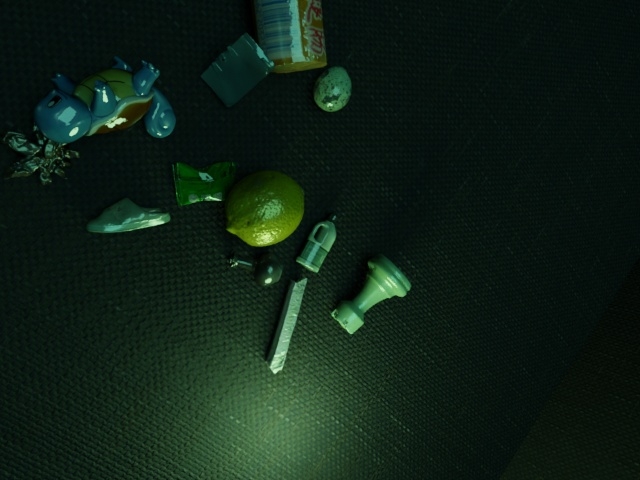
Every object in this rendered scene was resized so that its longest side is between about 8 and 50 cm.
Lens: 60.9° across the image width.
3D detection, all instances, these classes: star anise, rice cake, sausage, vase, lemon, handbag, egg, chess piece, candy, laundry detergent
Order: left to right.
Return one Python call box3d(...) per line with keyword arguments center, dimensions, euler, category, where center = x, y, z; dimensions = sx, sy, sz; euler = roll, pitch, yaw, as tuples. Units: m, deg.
box3d(center=(-0.783, -0.266, 1.529), dimensions=(0.214, 0.099, 0.219), euler=(8, 93, -38), category="star anise")
box3d(center=(-0.374, -0.190, 1.774), dimensions=(0.203, 0.078, 0.141), euler=(-8, 101, -22), category="candy")
box3d(center=(-0.263, -0.534, 1.710), dimensions=(0.144, 0.221, 0.057), euler=(47, 41, -19), category="handbag")
box3d(center=(-0.226, 0.088, 1.880), dimensions=(0.183, 0.120, 0.120), euler=(15, 90, -16), category="vase")
box3d(center=(-0.184, -0.106, 1.795), dimensions=(0.268, 0.267, 0.267), euler=(-5, 100, -28), category="lemon")
box3d(center=(-0.127, 0.302, 1.981), dimensions=(0.056, 0.073, 0.364), euler=(17, 90, -26), category="rice cake")
box3d(center=(-0.106, -0.703, 1.755), dimensions=(0.233, 0.233, 0.286), euler=(-12, 102, -27), category="sausage")
box3d(center=(0.000, 0.000, 2.006), dimensions=(0.099, 0.070, 0.225), euler=(31, 83, -22), category="laundry detergent")
box3d(center=(0.045, -0.537, 1.916), dimensions=(0.132, 0.132, 0.172), euler=(27, 73, -29), category="egg")
box3d(center=(0.182, 0.214, 2.084), dimensions=(0.299, 0.195, 0.194), euler=(-45, 115, -6), category="chess piece")

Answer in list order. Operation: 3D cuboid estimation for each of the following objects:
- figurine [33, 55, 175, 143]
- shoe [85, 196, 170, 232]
box3d(center=(-0.598, -0.407, 1.544), dimensions=(0.417, 0.298, 0.242), euler=(-16, 126, -47), category="figurine")
box3d(center=(-0.587, -0.082, 1.661), dimensions=(0.251, 0.103, 0.100), euler=(-11, 103, -32), category="shoe")
